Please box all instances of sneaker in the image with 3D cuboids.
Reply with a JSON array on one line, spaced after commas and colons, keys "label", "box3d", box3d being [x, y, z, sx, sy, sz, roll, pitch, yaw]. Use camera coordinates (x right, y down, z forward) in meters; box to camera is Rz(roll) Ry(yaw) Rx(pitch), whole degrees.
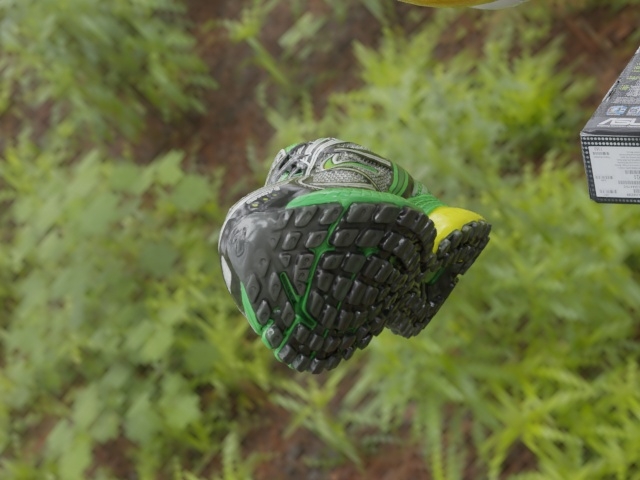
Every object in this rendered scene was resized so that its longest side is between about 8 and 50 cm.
[{"label": "sneaker", "box3d": [0.000, 0.000, 1.315, 0.134, 0.146, 0.343, -57, -15, 10]}]

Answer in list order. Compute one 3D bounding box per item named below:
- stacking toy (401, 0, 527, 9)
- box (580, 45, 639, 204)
[{"label": "stacking toy", "box3d": [0.074, -0.242, 1.109, 0.350, 0.480, 0.351, -4, 74, 15]}, {"label": "box", "box3d": [0.350, -0.100, 1.354, 0.270, 0.060, 0.216, 2, 32, 28]}]
